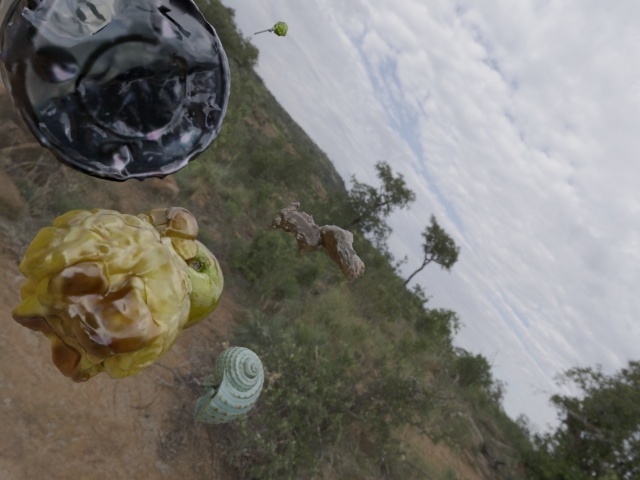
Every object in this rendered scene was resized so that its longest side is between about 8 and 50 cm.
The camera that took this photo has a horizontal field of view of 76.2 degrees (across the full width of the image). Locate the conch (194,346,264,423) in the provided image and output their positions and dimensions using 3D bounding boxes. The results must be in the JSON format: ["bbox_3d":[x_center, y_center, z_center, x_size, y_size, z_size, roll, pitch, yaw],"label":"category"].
[{"bbox_3d":[-0.209,0.351,0.972,0.131,0.200,0.172,22,42,-18],"label":"conch"}]

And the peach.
[{"bbox_3d":[-0.334,0.093,0.917,0.231,0.231,0.231,50,4,-5],"label":"peach"}]

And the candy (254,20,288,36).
[{"bbox_3d":[-0.121,-0.512,0.997,0.035,0.035,0.123,31,42,16],"label":"candy"}]

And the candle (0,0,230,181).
[{"bbox_3d":[-0.242,-0.195,0.444,0.330,0.187,0.187,39,-4,42],"label":"candle"}]

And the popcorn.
[{"bbox_3d":[-0.339,0.062,0.682,0.265,0.225,0.332,41,50,-27],"label":"popcorn"}]

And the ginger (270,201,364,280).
[{"bbox_3d":[-0.002,-0.001,1.101,0.290,0.122,0.084,33,-25,18],"label":"ginger"}]
